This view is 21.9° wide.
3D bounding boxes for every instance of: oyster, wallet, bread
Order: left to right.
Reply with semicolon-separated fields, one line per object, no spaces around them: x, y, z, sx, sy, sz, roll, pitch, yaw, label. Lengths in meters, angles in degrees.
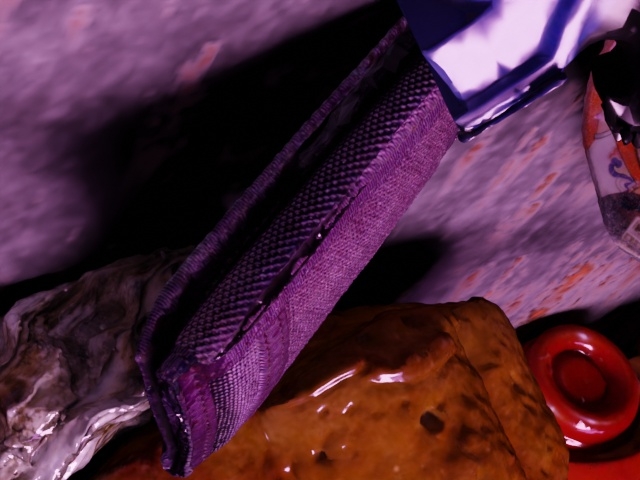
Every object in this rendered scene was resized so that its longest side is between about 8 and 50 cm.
-0.095;0.055;0.605;0.177;0.064;0.125;-37;172;-4;oyster
-0.005;0.110;0.721;0.247;0.135;0.232;-39;171;31;bread
0.001;0.001;0.546;0.166;0.030;0.111;-50;164;-19;wallet

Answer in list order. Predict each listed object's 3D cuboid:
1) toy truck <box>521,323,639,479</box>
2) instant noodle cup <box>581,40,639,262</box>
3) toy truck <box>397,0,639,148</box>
0.200;0.173;0.967;0.265;0.239;0.189;-13;153;-34;toy truck
0.166;-0.029;0.663;0.127;0.127;0.135;-29;166;1;instant noodle cup
0.089;-0.125;0.341;0.213;0.161;0.177;-35;134;13;toy truck
